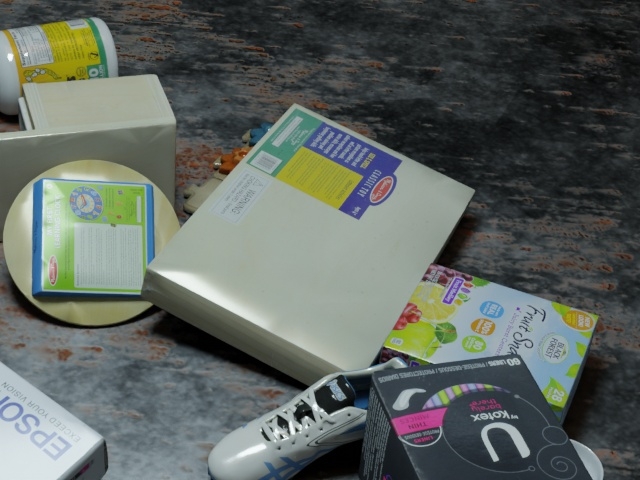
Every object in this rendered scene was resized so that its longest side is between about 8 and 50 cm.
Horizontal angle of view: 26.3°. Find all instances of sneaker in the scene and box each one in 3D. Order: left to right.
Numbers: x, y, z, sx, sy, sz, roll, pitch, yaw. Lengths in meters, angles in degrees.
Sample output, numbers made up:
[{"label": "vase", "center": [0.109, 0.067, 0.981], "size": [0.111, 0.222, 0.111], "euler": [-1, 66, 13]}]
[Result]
[{"label": "sneaker", "center": [-0.009, 0.182, 1.400], "size": [0.237, 0.086, 0.085], "euler": [-22, 45, -17]}]

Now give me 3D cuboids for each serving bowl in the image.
[{"label": "serving bowl", "center": [0.249, 0.242, 1.415], "size": [0.083, 0.027, 0.083], "euler": [4, 37, -3]}]

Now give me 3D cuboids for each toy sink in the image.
[{"label": "toy sink", "center": [-0.306, -0.106, 1.697], "size": [0.234, 0.153, 0.131], "euler": [-8, 39, -17]}]

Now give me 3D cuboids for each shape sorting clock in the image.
[{"label": "shape sorting clock", "center": [-0.264, 0.002, 1.593], "size": [0.206, 0.040, 0.206], "euler": [6, 67, -15]}]

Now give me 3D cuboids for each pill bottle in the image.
[{"label": "pill bottle", "center": [-0.394, -0.236, 1.885], "size": [0.208, 0.117, 0.117], "euler": [-12, 41, -24]}]

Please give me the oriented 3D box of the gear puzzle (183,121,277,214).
[{"label": "gear puzzle", "center": [-0.080, -0.067, 1.764], "size": [0.175, 0.044, 0.339], "euler": [20, 39, 18]}]

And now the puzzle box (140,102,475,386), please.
[{"label": "puzzle box", "center": [0.000, 0.000, 1.642], "size": [0.272, 0.052, 0.409], "euler": [27, 40, 9]}]

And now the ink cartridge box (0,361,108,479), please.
[{"label": "ink cartridge box", "center": [-0.413, 0.202, 1.180], "size": [0.324, 0.071, 0.330], "euler": [31, 50, 21]}]

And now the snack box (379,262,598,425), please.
[{"label": "snack box", "center": [0.189, 0.124, 1.530], "size": [0.207, 0.070, 0.174], "euler": [18, 38, 13]}]

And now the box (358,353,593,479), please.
[{"label": "box", "center": [0.155, 0.253, 1.291], "size": [0.165, 0.143, 0.270], "euler": [-7, 39, -16]}]
